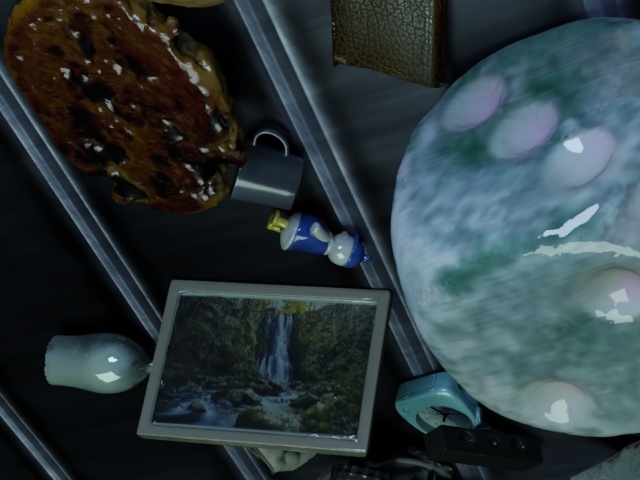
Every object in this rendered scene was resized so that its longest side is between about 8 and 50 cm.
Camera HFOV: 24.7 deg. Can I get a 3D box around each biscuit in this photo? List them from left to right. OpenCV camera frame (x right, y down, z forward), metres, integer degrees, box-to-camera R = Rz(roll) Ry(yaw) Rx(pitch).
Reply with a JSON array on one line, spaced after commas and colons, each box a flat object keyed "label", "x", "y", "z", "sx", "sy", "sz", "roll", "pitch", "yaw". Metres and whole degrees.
[{"label": "biscuit", "x": -0.220, "y": -0.172, "z": 1.723, "sx": 0.289, "sy": 0.081, "sz": 0.334, "roll": 3, "pitch": 135, "yaw": 29}]

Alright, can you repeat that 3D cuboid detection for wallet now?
[{"label": "wallet", "x": 0.072, "y": -0.270, "z": 1.553, "sx": 0.132, "sy": 0.039, "sz": 0.243, "roll": 12, "pitch": 142, "yaw": 14}]

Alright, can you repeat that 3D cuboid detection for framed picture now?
[{"label": "framed picture", "x": -0.074, "y": 0.167, "z": 1.975, "sx": 0.324, "sy": 0.241, "sz": 0.020, "roll": 3, "pitch": 152, "yaw": 16}]

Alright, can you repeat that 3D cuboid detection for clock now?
[{"label": "clock", "x": 0.188, "y": 0.253, "z": 2.143, "sx": 0.108, "sy": 0.045, "sz": 0.147, "roll": -20, "pitch": 131, "yaw": 37}]

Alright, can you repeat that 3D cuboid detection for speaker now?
[{"label": "speaker", "x": 0.239, "y": 0.305, "z": 2.137, "sx": 0.191, "sy": 0.040, "sz": 0.046, "roll": 12, "pitch": 145, "yaw": -34}]

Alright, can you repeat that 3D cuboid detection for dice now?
[{"label": "dice", "x": 0.299, "y": -0.012, "z": 1.554, "sx": 0.348, "sy": 0.328, "sz": 0.330, "roll": -16, "pitch": 132, "yaw": 33}]

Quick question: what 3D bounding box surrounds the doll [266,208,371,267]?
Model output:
[{"label": "doll", "x": 0.000, "y": 0.000, "z": 1.889, "sx": 0.143, "sy": 0.058, "sz": 0.099, "roll": 21, "pitch": 163, "yaw": -8}]

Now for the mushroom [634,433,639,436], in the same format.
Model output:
[{"label": "mushroom", "x": 0.441, "y": 0.251, "z": 2.074, "sx": 0.049, "sy": 0.019, "sz": 0.101, "roll": -22, "pitch": 129, "yaw": 37}]

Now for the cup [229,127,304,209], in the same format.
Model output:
[{"label": "cup", "x": -0.063, "y": -0.089, "z": 1.794, "sx": 0.077, "sy": 0.078, "sz": 0.100, "roll": 14, "pitch": 120, "yaw": -7}]

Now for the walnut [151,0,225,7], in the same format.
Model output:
[{"label": "walnut", "x": -0.139, "y": -0.367, "z": 1.291, "sx": 0.344, "sy": 0.306, "sz": 0.306, "roll": 33, "pitch": 138, "yaw": -21}]

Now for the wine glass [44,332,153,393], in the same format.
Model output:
[{"label": "wine glass", "x": -0.309, "y": 0.185, "z": 2.188, "sx": 0.202, "sy": 0.093, "sz": 0.093, "roll": 2, "pitch": 140, "yaw": 16}]

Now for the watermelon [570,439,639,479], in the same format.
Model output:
[{"label": "watermelon", "x": 0.532, "y": 0.327, "z": 2.006, "sx": 0.387, "sy": 0.228, "sz": 0.258, "roll": -4, "pitch": 129, "yaw": 15}]

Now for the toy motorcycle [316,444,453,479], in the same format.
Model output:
[{"label": "toy motorcycle", "x": 0.123, "y": 0.407, "z": 2.291, "sx": 0.327, "sy": 0.143, "sz": 0.188, "roll": 24, "pitch": 152, "yaw": -34}]

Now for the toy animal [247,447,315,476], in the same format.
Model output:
[{"label": "toy animal", "x": -0.081, "y": 0.213, "z": 2.089, "sx": 0.208, "sy": 0.156, "sz": 0.204, "roll": 33, "pitch": 160, "yaw": 49}]
